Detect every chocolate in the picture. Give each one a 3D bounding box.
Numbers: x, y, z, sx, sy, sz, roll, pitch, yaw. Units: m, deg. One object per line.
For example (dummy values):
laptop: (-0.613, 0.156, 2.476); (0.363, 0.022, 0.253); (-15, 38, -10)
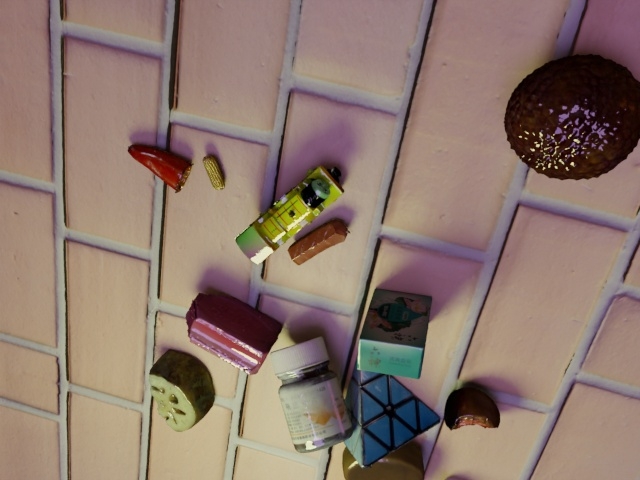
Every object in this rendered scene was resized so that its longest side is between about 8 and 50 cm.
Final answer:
chocolate: (0.404, 0.455, 1.846); (0.133, 0.124, 0.127); (18, 96, -18)

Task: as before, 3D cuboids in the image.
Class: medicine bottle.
medicine bottle: (-0.026, 0.404, 1.852); (0.165, 0.165, 0.273); (-20, 84, 23)

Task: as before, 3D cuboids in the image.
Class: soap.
soap: (-0.244, 0.241, 1.875); (0.250, 0.162, 0.099); (28, 120, 0)

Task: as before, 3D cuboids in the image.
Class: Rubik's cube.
Rubik's cube: (0.151, 0.481, 1.910); (0.233, 0.229, 0.228); (37, 82, 35)

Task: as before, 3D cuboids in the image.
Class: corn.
corn: (-0.263, -0.168, 1.739); (0.037, 0.037, 0.092); (-10, 113, 19)

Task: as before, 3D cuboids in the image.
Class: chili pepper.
chili pepper: (-0.409, -0.194, 1.755); (0.169, 0.065, 0.088); (30, 117, 4)

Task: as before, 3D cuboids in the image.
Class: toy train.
toy train: (-0.068, -0.065, 1.674); (0.296, 0.160, 0.100); (-39, 96, 28)

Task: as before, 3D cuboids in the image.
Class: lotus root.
lotus root: (-0.399, 0.443, 2.049); (0.138, 0.119, 0.235); (-7, 114, 24)

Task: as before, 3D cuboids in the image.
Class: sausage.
sausage: (0.000, -0.001, 1.743); (0.169, 0.065, 0.065); (-31, 106, 25)

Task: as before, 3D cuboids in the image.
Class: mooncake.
mooncake: (0.185, 0.649, 2.002); (0.235, 0.117, 0.235); (1, 120, 2)

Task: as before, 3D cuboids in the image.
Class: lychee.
lychee: (0.501, -0.238, 1.390); (0.261, 0.260, 0.260); (6, 118, 12)

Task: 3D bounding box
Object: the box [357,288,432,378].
box: (0.184, 0.221, 1.707); (0.153, 0.245, 0.092); (7, 116, 10)
